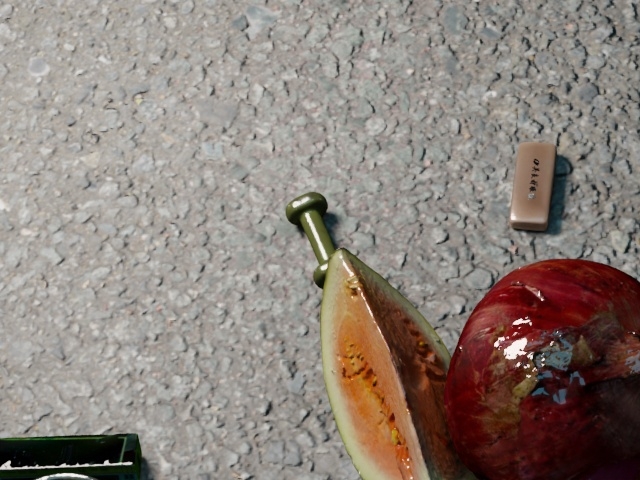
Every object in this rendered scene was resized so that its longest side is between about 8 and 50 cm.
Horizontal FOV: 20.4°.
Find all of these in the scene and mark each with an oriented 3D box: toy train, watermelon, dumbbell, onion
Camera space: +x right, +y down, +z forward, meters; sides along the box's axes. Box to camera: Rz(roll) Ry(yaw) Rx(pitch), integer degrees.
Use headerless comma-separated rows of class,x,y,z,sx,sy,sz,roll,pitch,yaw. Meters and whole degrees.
toy train,-0.300,0.242,1.935,0.209,0.042,0.044,-2,47,5
watermelon,0.067,0.174,1.896,0.128,0.159,0.303,-31,62,21
dumbbell,0.000,0.000,2.054,0.052,0.046,0.118,-23,58,-2
onion,0.261,0.151,1.804,0.276,0.276,0.276,-3,58,4

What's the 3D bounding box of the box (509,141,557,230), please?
box,0.249,-0.064,2.082,0.048,0.025,0.115,7,59,8

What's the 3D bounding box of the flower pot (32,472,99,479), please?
flower pot,-0.260,0.333,1.838,0.157,0.107,0.157,-3,55,4
